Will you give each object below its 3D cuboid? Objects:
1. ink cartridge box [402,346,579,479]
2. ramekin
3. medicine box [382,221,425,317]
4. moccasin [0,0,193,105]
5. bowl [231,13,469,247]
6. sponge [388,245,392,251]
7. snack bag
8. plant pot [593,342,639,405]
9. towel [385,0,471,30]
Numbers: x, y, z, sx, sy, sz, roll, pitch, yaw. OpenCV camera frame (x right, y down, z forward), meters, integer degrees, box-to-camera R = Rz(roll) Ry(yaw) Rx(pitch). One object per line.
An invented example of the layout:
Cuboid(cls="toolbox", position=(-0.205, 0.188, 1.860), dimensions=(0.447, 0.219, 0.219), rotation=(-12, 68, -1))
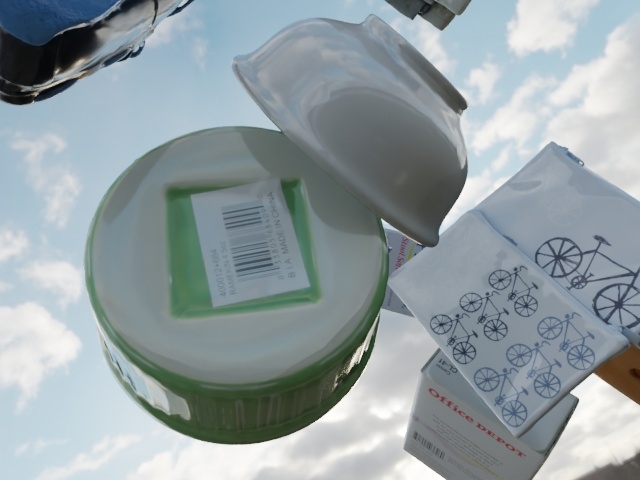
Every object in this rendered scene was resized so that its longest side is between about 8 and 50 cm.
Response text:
Cuboid(cls="ink cartridge box", position=(0.280, 0.324, 1.039), dimensions=(0.131, 0.226, 0.306), rotation=(-42, -29, -32))
Cuboid(cls="ramekin", position=(-0.078, 0.033, 0.587), dimensions=(0.304, 0.303, 0.148), rotation=(-18, -24, -16))
Cuboid(cls="medicine box", position=(0.132, 0.043, 1.201), dimensions=(0.263, 0.290, 0.149), rotation=(-4, -73, -73))
Cuboid(cls="moccasin", position=(-0.227, -0.238, 0.579), dimensions=(0.138, 0.342, 0.117), rotation=(35, -58, -9))
Cuboid(cls="bowl", position=(0.060, -0.141, 0.635), dimensions=(0.134, 0.297, 0.298), rotation=(-48, -36, 15))
Cuboid(cls="sponge", position=(0.000, 0.000, 0.967), dimensions=(0.117, 0.210, 0.031), rotation=(-58, -21, 13))
Cuboid(cls="snack bag", position=(0.294, 0.040, 0.804), dimensions=(0.343, 0.323, 0.037), rotation=(-40, -47, 4))
Cuboid(cls="plant pot", position=(0.544, 0.140, 0.985), dimensions=(0.291, 0.203, 0.290), rotation=(-29, -28, -18))
Cuboid(cls="towel", position=(0.155, -0.534, 0.934), dimensions=(0.324, 0.312, 0.056), rotation=(-57, -1, 42))
